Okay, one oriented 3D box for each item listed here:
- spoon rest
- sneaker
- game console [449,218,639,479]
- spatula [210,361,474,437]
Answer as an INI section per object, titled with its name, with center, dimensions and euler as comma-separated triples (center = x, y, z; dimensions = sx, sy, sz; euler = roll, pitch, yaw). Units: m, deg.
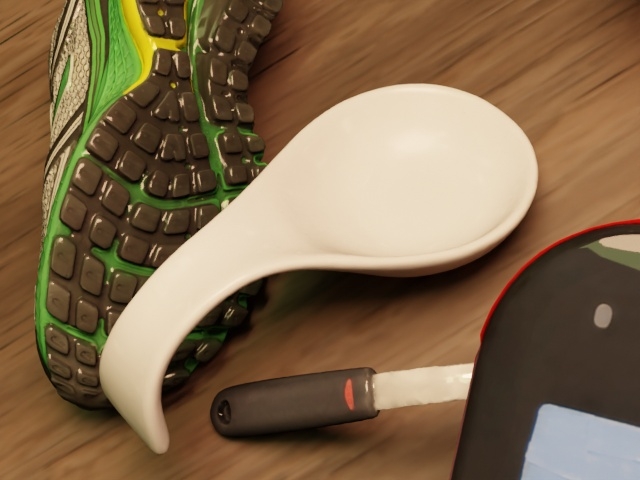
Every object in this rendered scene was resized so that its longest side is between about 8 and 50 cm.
[spoon rest]
center = 0.000, 0.000, 0.667
dimensions = 0.276, 0.084, 0.137
euler = -37, 57, -18
[sneaker]
center = -0.107, -0.063, 0.760
dimensions = 0.146, 0.134, 0.344
euler = -14, 61, 54
[game console]
center = 0.197, 0.205, 0.461
dimensions = 0.342, 0.060, 0.387
euler = 13, 94, 25
[spatula]
center = 0.051, 0.073, 0.619
dimensions = 0.296, 0.030, 0.084
euler = -12, 78, 36
